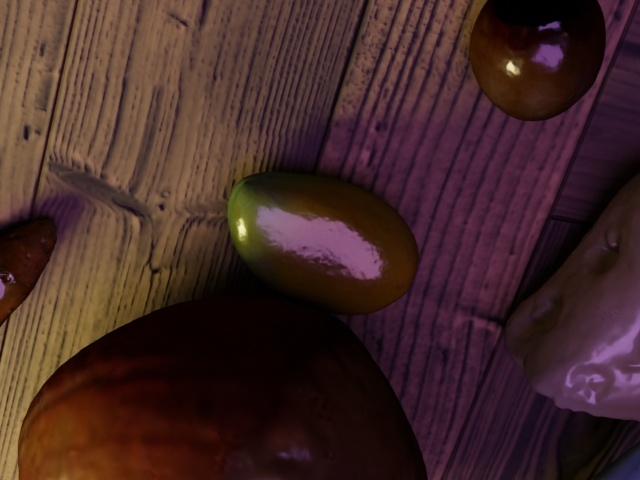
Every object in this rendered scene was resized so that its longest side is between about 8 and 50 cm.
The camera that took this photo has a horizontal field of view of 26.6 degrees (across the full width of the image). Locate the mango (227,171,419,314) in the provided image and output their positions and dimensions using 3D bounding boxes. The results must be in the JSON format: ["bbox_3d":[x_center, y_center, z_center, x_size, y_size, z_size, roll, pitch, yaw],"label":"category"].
[{"bbox_3d":[0.000,0.000,1.274,0.194,0.092,0.130,32,110,-21],"label":"mango"}]

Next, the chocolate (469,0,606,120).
[{"bbox_3d":[0.198,-0.169,1.222,0.124,0.127,0.133,-3,139,23],"label":"chocolate"}]

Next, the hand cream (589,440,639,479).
[{"bbox_3d":[0.322,0.260,1.432,0.111,0.070,0.312,1,142,-28],"label":"hand cream"}]

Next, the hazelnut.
[{"bbox_3d":[-0.091,0.255,1.268,0.420,0.353,0.421,16,130,20],"label":"hazelnut"}]

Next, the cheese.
[{"bbox_3d":[0.351,0.067,1.340,0.247,0.174,0.251,21,108,-21],"label":"cheese"}]

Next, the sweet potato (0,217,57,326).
[{"bbox_3d":[-0.387,0.105,1.247,0.359,0.112,0.112,-27,121,1],"label":"sweet potato"}]
